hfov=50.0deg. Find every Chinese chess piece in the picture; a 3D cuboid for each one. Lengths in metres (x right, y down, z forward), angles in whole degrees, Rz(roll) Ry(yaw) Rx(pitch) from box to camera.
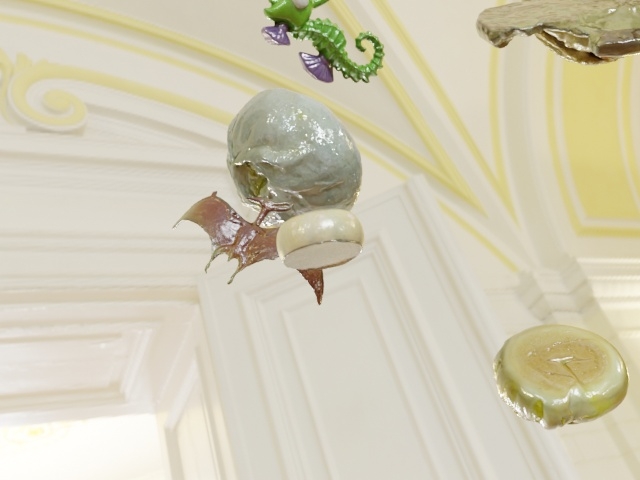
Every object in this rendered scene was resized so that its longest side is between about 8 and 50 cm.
[{"bbox_3d":[0.000,0.000,0.944,0.122,0.051,0.122,-9,-19,-3],"label":"Chinese chess piece"}]

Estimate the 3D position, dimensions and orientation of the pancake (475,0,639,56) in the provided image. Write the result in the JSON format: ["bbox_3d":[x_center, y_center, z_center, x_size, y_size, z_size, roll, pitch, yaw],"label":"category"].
[{"bbox_3d":[0.274,-0.226,0.689,0.212,0.235,0.029,-27,-57,-29],"label":"pancake"}]

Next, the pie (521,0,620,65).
[{"bbox_3d":[0.400,-0.353,1.005,0.179,0.205,0.084,-50,-25,-2],"label":"pie"}]

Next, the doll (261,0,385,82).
[{"bbox_3d":[0.006,-0.277,0.916,0.190,0.050,0.115,35,-86,-25],"label":"doll"}]

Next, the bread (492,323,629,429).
[{"bbox_3d":[0.392,0.226,1.137,0.213,0.213,0.104,-14,-51,-9],"label":"bread"}]

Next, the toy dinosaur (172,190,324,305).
[{"bbox_3d":[-0.153,0.008,1.353,0.327,0.206,0.113,1,-33,5],"label":"toy dinosaur"}]

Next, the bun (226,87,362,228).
[{"bbox_3d":[-0.079,-0.162,1.560,0.211,0.362,0.362,-42,-23,-32],"label":"bun"}]
